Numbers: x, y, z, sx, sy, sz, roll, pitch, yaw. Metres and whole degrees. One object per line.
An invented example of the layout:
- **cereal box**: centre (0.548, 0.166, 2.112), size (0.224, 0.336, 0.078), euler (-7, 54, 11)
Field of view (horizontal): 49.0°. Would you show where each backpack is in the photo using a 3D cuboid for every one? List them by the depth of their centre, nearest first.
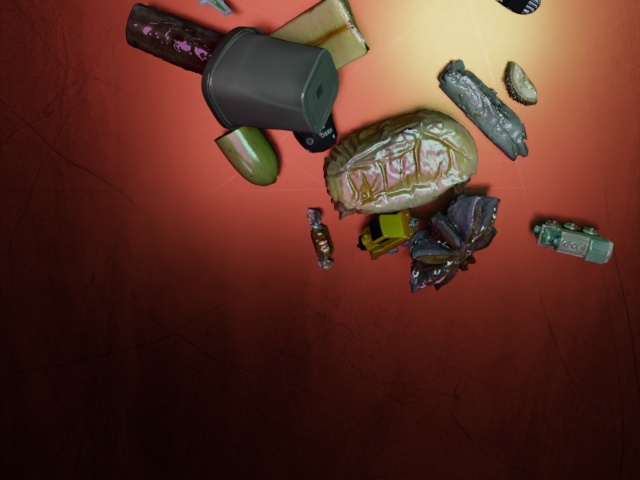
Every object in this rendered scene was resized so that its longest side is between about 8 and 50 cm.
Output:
- **backpack**: centre (-0.022, -0.304, 1.804), size (0.120, 0.106, 0.165), euler (-30, 101, 10)

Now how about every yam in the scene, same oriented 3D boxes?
- **yam**: centre (-0.340, -0.491, 1.755), size (0.280, 0.131, 0.131), euler (20, 110, -1)

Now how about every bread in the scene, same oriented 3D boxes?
- **bread**: centre (-0.023, -0.472, 1.716), size (0.264, 0.163, 0.167), euler (-29, 105, 14)
- **bread**: centre (0.197, -0.197, 1.776), size (0.389, 0.183, 0.235), euler (-12, 99, 4)

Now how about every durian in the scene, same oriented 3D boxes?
- **durian**: centre (0.499, -0.386, 1.758), size (0.066, 0.052, 0.130), euler (-35, 102, 13)

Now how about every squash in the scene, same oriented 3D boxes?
- **squash**: centre (-0.182, -0.221, 1.848), size (0.123, 0.123, 0.186), euler (-31, 108, 14)

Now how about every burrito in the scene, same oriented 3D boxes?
- **burrito**: centre (0.422, -0.328, 1.778), size (0.309, 0.066, 0.096), euler (44, 112, -10)

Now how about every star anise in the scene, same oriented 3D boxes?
- **star anise**: centre (0.339, 0.001, 1.818), size (0.117, 0.332, 0.331), euler (46, 111, 27)

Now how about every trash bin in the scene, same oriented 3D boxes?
- **trash bin**: centre (-0.108, -0.368, 1.668), size (0.250, 0.219, 0.219), euler (15, 70, 22)

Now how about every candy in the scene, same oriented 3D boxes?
- **candy**: centre (0.000, 0.000, 1.941), size (0.053, 0.046, 0.181), euler (-11, 110, 11)

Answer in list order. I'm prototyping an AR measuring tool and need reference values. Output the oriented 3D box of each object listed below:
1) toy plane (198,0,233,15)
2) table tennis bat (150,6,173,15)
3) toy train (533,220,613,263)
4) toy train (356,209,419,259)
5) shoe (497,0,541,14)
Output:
- **toy plane**: centre (-0.299, -0.660, 1.709), size (0.256, 0.101, 0.250), euler (-15, 108, 14)
- **table tennis bat**: centre (-0.418, -0.573, 1.797), size (0.083, 0.007, 0.050), euler (-4, 109, 8)
- **toy train**: centre (0.660, 0.002, 1.843), size (0.194, 0.125, 0.080), euler (12, 106, 0)
- **toy train**: centre (0.170, -0.016, 1.851), size (0.127, 0.219, 0.089), euler (0, 72, -33)
- **shoe**: centre (0.456, -0.594, 1.690), size (0.160, 0.053, 0.062), euler (27, 106, -2)
